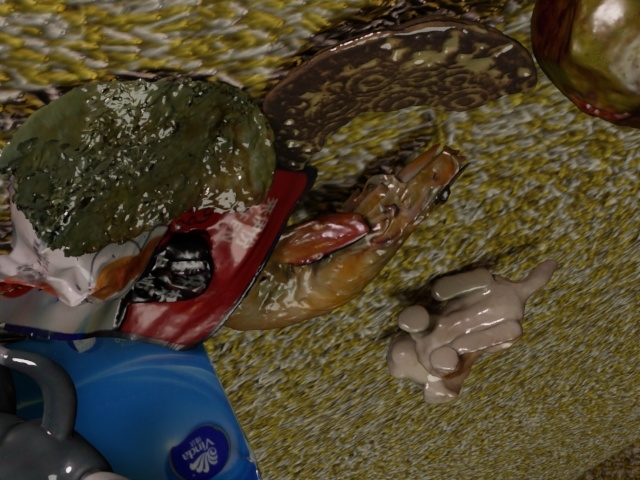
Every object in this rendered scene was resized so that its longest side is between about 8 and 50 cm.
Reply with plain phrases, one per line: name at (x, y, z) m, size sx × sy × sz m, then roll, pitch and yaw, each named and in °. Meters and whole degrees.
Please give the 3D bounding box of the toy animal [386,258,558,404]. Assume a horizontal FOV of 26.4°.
toy animal at (0.167, 0.100, 1.483) m, size 0.184 × 0.104 × 0.185 m, roll -27°, pitch 156°, yaw -15°

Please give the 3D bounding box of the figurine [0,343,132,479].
figurine at (-0.239, 0.120, 0.892) m, size 0.265 × 0.140 × 0.193 m, roll 3°, pitch 175°, yaw 37°

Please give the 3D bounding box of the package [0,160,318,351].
package at (-0.132, 0.005, 0.956) m, size 0.194 × 0.071 × 0.269 m, roll -45°, pitch 156°, yaw 26°

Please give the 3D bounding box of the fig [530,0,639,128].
fig at (0.223, -0.149, 0.893) m, size 0.166 × 0.144 × 0.154 m, roll -35°, pitch 122°, yaw 4°

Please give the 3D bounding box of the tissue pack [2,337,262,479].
tissue pack at (-0.209, 0.178, 1.103) m, size 0.263 × 0.198 × 0.146 m, roll -13°, pitch 154°, yaw -30°

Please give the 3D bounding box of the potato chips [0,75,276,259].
potato chips at (-0.113, -0.043, 0.850) m, size 0.209 × 0.026 × 0.142 m, roll 18°, pitch 108°, yaw -50°

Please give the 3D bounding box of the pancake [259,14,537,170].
pancake at (0.053, -0.097, 0.926) m, size 0.191 × 0.020 × 0.184 m, roll -1°, pitch 153°, yaw -19°

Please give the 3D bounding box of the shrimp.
shrimp at (0.000, 0.000, 1.112) m, size 0.152 × 0.063 × 0.287 m, roll 7°, pitch 146°, yaw -36°
